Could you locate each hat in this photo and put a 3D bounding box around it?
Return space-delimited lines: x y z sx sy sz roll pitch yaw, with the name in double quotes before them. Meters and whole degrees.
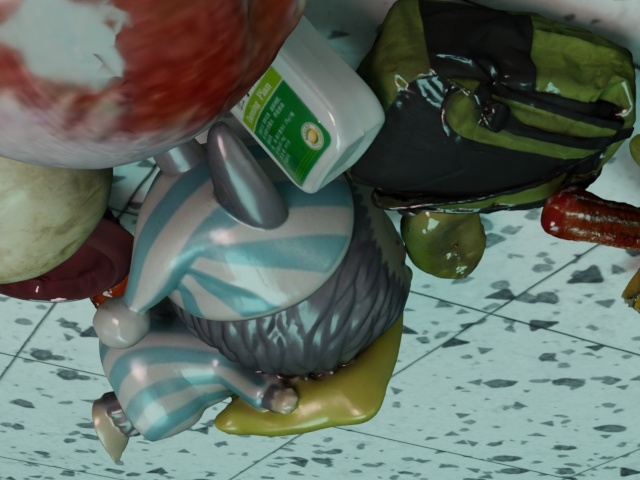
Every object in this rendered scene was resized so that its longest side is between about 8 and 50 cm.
"hat" -0.300 -0.002 1.298 0.205 0.089 0.205 -2 151 -1

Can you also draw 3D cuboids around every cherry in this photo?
"cherry" -0.178 -0.201 0.733 0.335 0.291 0.326 25 175 -13

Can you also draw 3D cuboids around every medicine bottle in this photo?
"medicine bottle" -0.036 -0.134 0.944 0.183 0.069 0.119 50 153 7

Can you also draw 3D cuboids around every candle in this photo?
"candle" -0.233 0.047 1.421 0.053 0.048 0.162 -13 164 -40
"candle" 0.290 -0.015 1.114 0.048 0.051 0.329 9 -179 35

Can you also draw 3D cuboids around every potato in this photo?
"potato" 0.130 -0.013 1.241 0.091 0.070 0.138 -28 140 -4

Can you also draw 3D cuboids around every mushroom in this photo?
"mushroom" -0.322 -0.069 1.080 0.255 0.184 0.255 5 152 3

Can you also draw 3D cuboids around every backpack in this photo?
"backpack" 0.148 -0.108 1.003 0.253 0.140 0.207 4 153 -15

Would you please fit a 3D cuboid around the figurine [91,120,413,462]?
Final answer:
"figurine" -0.116 -0.001 1.144 0.361 0.266 0.377 -19 121 9

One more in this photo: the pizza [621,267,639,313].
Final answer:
"pizza" 0.462 0.045 1.340 0.195 0.052 0.185 22 139 -22

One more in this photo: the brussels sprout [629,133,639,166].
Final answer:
"brussels sprout" 0.455 -0.035 0.962 0.371 0.315 0.276 27 103 -31
